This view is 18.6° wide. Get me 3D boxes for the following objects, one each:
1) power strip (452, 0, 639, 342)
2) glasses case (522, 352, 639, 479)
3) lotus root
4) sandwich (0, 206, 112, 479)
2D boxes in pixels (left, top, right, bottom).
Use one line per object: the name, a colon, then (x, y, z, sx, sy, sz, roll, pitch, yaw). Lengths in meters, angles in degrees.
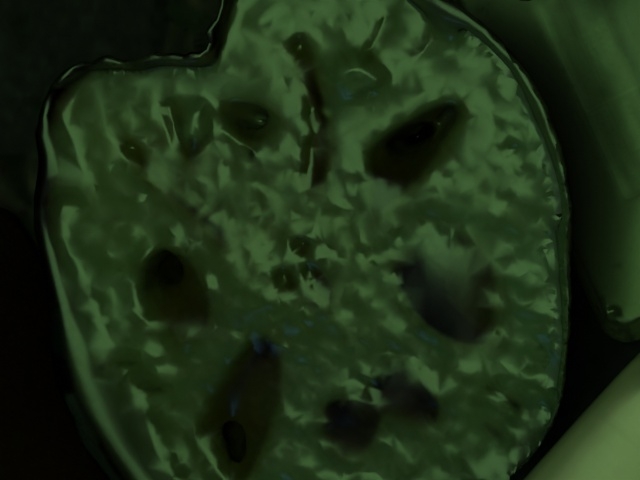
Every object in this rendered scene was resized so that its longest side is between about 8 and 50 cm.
power strip: (0.095, -0.055, 0.638, 0.076, 0.028, 0.169, -25, 83, 24)
glasses case: (0.039, 0.169, 0.607, 0.076, 0.144, 0.336, 43, 105, 14)
lotus root: (0.000, 0.004, 0.652, 0.183, 0.078, 0.203, 7, 105, 17)
sandwich: (-0.128, 0.083, 0.696, 0.108, 0.220, 0.186, -38, 41, 22)
